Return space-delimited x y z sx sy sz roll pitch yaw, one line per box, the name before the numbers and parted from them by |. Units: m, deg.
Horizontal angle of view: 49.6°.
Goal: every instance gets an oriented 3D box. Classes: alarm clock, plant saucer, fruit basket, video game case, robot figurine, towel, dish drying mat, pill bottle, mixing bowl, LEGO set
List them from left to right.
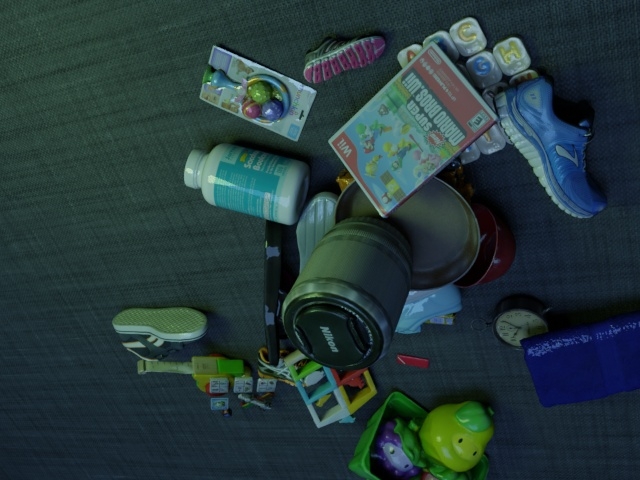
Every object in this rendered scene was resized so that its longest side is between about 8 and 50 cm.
LEGO set | -0.223 0.434 1.975 0.182 0.060 0.244 0 142 -8
pill bottle | -0.165 -0.133 1.551 0.264 0.146 0.146 14 128 8
plant saucer | 0.182 -0.027 1.456 0.310 0.050 0.311 11 128 15
video game case | 0.170 -0.210 1.327 0.285 0.025 0.204 -42 69 22
robot figurine | 0.191 -0.103 1.485 0.291 0.085 0.211 -5 123 25
dish drying mat | 0.243 0.319 1.828 0.083 0.008 0.032 9 126 13
fruit basket | 0.308 0.576 1.851 0.392 0.283 0.392 20 145 15
mixing bowl | 0.352 0.017 1.490 0.098 0.181 0.181 11 135 -29
alarm clock | 0.451 0.194 1.630 0.192 0.064 0.129 -5 123 18
towel | 0.631 0.264 1.584 0.308 0.076 0.228 -17 121 15

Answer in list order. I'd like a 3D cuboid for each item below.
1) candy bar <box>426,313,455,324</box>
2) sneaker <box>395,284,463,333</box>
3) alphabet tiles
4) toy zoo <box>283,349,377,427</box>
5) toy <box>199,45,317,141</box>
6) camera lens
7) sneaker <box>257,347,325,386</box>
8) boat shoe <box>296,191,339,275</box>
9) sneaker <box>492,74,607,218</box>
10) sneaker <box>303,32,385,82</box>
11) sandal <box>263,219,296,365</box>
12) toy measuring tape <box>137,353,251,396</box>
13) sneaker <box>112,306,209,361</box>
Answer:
candy bar | 0.256 0.189 1.723 0.161 0.018 0.040 3 126 17
sneaker | 0.171 0.180 1.671 0.366 0.135 0.150 -22 110 31
alphabet tiles | 0.286 -0.285 1.367 0.284 0.021 0.278 -20 116 30
toy zoo | 0.038 0.378 1.853 0.192 0.030 0.293 -29 120 -11
toy | -0.143 -0.303 1.479 0.237 0.056 0.137 26 130 0
camera lens | 0.062 0.107 1.397 0.219 0.274 0.219 12 129 15
sneaker | -0.083 0.344 1.913 0.214 0.084 0.083 0 120 20
boat shoe | 0.000 0.000 1.621 0.109 0.094 0.302 14 130 4
sneaker | 0.468 -0.174 1.313 0.147 0.130 0.330 -30 120 26
sneaker | 0.041 -0.373 1.362 0.170 0.075 0.063 -21 144 8
sandal | -0.088 0.148 1.729 0.107 0.167 0.446 1 127 -3
toy measuring tape | -0.358 0.383 1.967 0.330 0.121 0.121 5 133 -23
sneaker | -0.433 0.265 1.949 0.321 0.126 0.127 1 121 31
